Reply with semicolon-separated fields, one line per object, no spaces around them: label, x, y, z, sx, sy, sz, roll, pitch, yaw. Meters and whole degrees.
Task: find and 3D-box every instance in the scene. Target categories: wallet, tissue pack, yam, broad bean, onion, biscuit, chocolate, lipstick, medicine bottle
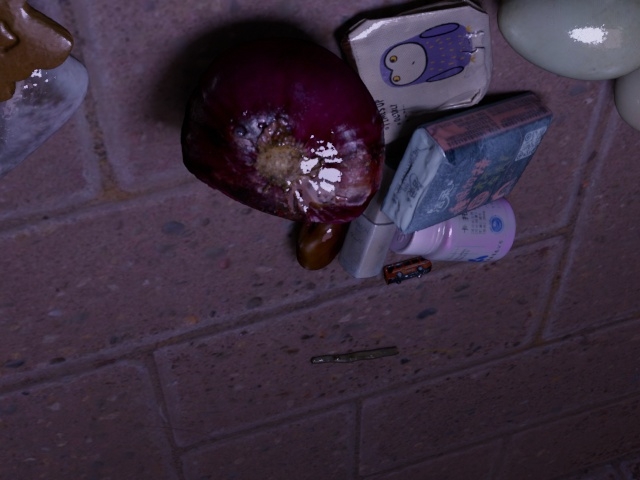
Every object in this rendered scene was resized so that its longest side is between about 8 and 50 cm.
wallet;0.175;-0.290;1.818;0.275;0.068;0.335;-23;146;-1
tissue pack;0.282;-0.148;1.962;0.316;0.103;0.228;-20;147;-36
yam;0.085;0.286;2.542;0.234;0.029;0.027;-4;113;-21
broad bean;0.000;0.000;2.083;0.114;0.084;0.165;-25;151;-10
onion;-0.044;-0.193;1.660;0.337;0.282;0.260;20;108;1
biscuit;-0.501;-0.315;1.397;0.278;0.043;0.301;-12;129;6
chocolate;-0.496;-0.185;1.584;0.303;0.100;0.185;-39;138;17
lipstick;0.111;-0.048;2.050;0.077;0.079;0.253;-10;130;-38
medicine bottle;0.265;-0.031;2.125;0.254;0.152;0.152;2;137;-31

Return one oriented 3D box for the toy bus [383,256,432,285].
toy bus;0.194;0.066;2.302;0.110;0.043;0.031;-15;147;-13

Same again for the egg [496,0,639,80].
egg;0.440;-0.379;1.727;0.295;0.218;0.218;0;140;-8

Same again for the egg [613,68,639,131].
egg;0.687;-0.306;1.943;0.269;0.219;0.219;-22;148;30
